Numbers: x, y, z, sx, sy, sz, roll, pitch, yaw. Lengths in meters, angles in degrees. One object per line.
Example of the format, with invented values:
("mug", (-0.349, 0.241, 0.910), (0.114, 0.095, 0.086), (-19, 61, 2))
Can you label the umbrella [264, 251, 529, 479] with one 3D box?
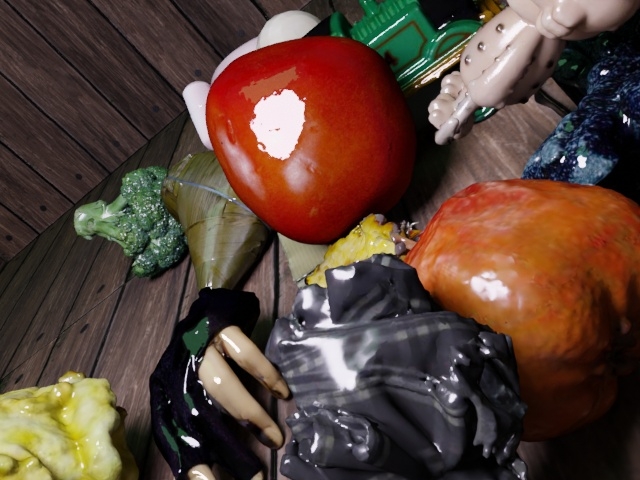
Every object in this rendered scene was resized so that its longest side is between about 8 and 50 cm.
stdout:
("umbrella", (0.067, 0.170, 0.355), (0.154, 0.128, 0.336), (-20, 71, 10))

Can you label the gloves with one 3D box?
("gloves", (-0.139, 0.196, 0.796), (0.197, 0.152, 0.301), (-63, 33, 25))

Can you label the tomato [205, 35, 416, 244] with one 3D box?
("tomato", (-0.019, -0.139, 0.840), (0.298, 0.298, 0.226), (-33, -7, 22))

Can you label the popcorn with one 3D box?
("popcorn", (-0.356, 0.311, 0.801), (0.293, 0.293, 0.237), (-27, -5, 31))

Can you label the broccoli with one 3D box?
("broccoli", (-0.409, -0.041, 1.413), (0.270, 0.270, 0.270), (-1, 33, 0))

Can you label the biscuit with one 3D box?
("biscuit", (0.000, 0.000, 0.979), (0.121, 0.040, 0.199), (-37, 25, 6))

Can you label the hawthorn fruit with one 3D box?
("hawthorn fruit", (0.146, 0.038, 0.518), (0.207, 0.207, 0.243), (-48, 42, -9))

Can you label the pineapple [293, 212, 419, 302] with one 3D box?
("pineapple", (0.049, 0.070, 0.752), (0.225, 0.076, 0.225), (-43, 30, 32))

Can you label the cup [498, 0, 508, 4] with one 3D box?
("cup", (0.309, -0.475, 1.067), (0.253, 0.200, 0.191), (-53, 28, -18))

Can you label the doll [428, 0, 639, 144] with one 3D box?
("doll", (0.192, -0.197, 0.563), (0.278, 0.119, 0.154), (-51, 8, 46))

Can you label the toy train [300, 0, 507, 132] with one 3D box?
("toy train", (0.116, -0.275, 0.985), (0.429, 0.249, 0.178), (-33, 27, 22))

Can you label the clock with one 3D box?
("clock", (-0.068, -0.316, 1.287), (0.326, 0.184, 0.342), (-32, -6, 26))

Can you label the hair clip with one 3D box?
("hair clip", (0.311, -0.139, 0.590), (0.206, 0.194, 0.310), (-26, 31, 45))

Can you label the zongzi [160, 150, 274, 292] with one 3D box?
("zongzi", (-0.224, -0.013, 1.178), (0.323, 0.160, 0.360), (-3, 54, 41))

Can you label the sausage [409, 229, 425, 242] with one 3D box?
("sausage", (0.127, 0.009, 0.782), (0.050, 0.048, 0.145), (-14, 10, -33))
